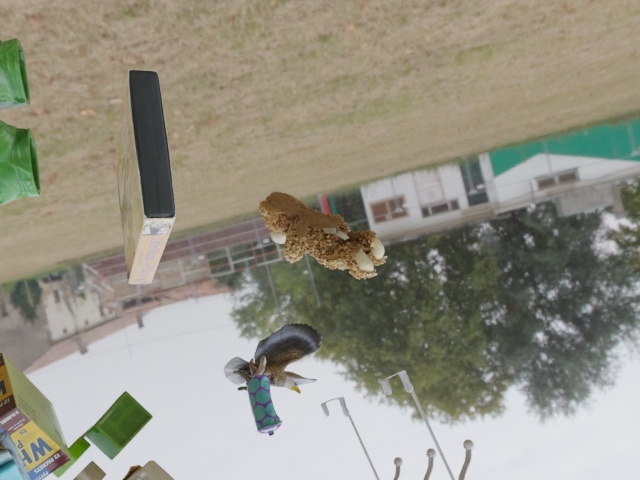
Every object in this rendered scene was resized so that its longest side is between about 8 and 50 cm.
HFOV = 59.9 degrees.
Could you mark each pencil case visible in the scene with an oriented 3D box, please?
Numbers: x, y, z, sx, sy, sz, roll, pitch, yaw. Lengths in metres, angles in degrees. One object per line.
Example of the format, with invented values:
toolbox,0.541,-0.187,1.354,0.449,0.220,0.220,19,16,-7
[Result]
pencil case,-0.149,0.433,1.467,0.070,0.151,0.064,-6,142,-21

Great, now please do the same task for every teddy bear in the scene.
teddy bear,0.000,0.000,1.364,0.338,0.113,0.245,17,-145,0

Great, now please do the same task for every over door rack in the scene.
over door rack,0.179,0.423,1.134,0.108,0.324,0.239,-28,171,-43

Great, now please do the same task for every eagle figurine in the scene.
eagle figurine,-0.136,0.420,1.803,0.226,0.225,0.298,-34,176,31

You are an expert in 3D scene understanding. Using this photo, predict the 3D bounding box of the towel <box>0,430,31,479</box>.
towel,-0.387,0.363,0.452,0.040,0.271,0.370,25,-137,29

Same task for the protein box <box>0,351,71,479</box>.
protein box,-0.657,0.386,1.164,0.136,0.200,0.201,-35,-141,-19

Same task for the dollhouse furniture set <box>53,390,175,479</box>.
dollhouse furniture set,-0.454,0.557,1.336,0.197,0.301,0.151,-44,-177,15

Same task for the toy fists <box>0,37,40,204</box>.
toy fists,-0.514,-0.184,0.828,0.142,0.279,0.096,-9,173,-18

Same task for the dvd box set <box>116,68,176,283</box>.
dvd box set,-0.378,-0.108,1.173,0.062,0.307,0.420,-4,163,-24
